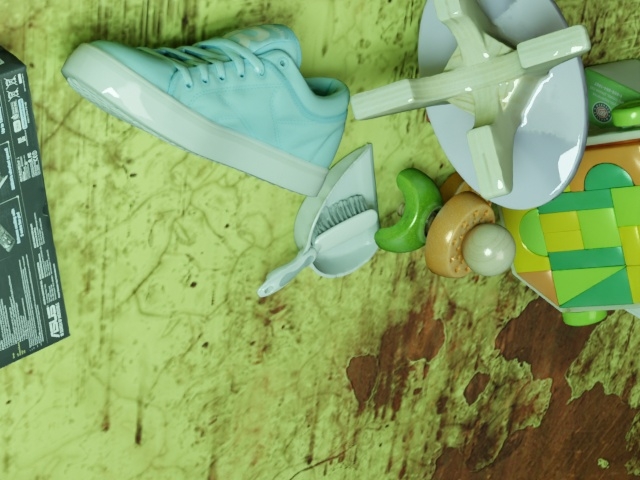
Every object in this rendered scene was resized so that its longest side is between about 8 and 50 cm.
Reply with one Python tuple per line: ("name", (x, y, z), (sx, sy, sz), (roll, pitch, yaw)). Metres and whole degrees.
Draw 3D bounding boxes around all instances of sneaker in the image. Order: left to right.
("sneaker", (-0.100, -0.156, 1.521), (0.366, 0.135, 0.150), (19, 95, -56))

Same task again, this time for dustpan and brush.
("dustpan and brush", (0.000, 0.000, 1.755), (0.211, 0.060, 0.147), (-30, 133, -26))

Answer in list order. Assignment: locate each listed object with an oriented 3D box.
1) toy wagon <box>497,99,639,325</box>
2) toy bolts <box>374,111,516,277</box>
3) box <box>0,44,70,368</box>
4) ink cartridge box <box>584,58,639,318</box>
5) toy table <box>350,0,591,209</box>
("toy wagon", (0.379, -0.032, 1.874), (0.068, 0.344, 0.267), (-33, 113, -53))
("toy bolts", (0.203, -0.065, 1.806), (0.218, 0.158, 0.228), (5, 106, -56))
("box", (-0.363, 0.001, 1.408), (0.242, 0.076, 0.307), (-26, 131, -28))
("ink cartridge box", (0.409, -0.066, 1.985), (0.115, 0.198, 0.273), (-15, 127, -40))
("toy table", (0.174, -0.166, 1.627), (0.252, 0.274, 0.161), (-28, 173, 21))
